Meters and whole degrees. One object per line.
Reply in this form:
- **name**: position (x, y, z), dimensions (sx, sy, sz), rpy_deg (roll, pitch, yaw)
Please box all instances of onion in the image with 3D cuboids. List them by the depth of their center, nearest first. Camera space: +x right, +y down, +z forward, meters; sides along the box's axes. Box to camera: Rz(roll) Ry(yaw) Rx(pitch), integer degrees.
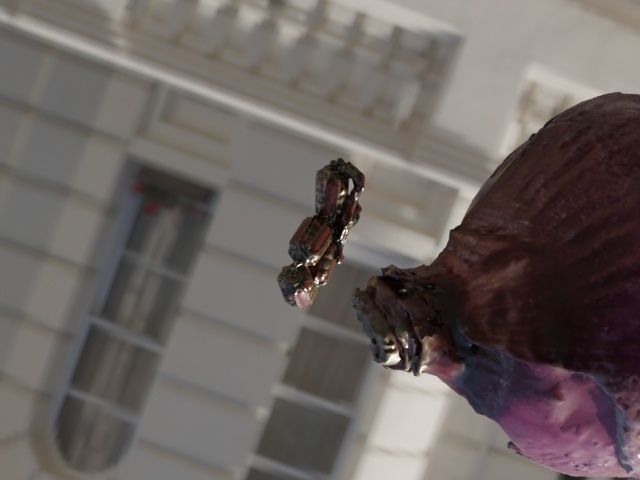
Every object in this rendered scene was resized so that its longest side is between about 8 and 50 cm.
- **onion**: position (0.197, 0.037, 1.196), dimensions (0.348, 0.267, 0.159), rpy_deg (-12, -178, -42)

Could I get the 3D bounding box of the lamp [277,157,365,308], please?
- **lamp**: position (0.000, 0.000, 1.089), dimensions (0.031, 0.083, 0.063), rpy_deg (23, 159, 20)
